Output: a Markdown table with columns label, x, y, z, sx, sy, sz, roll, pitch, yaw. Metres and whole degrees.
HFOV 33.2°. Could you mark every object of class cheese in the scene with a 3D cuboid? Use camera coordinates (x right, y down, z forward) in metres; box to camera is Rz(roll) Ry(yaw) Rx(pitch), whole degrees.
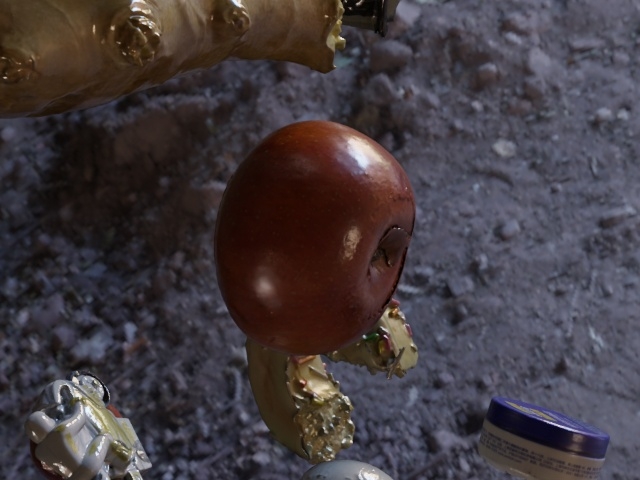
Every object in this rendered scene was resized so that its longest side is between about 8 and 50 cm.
| label | x | y | z | sx | sy | sz | roll | pitch | yaw |
| --- | --- | --- | --- | --- | --- | --- | --- | --- | --- |
| cheese | 0.051 | 0.437 | 1.738 | 0.198 | 0.189 | 0.154 | 14 | 70 | 31 |

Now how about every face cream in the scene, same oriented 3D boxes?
| label | x | y | z | sx | sy | sz | roll | pitch | yaw |
| --- | --- | --- | --- | --- | --- | --- | --- | --- | --- |
| face cream | 0.370 | 0.344 | 1.793 | 0.206 | 0.206 | 0.111 | 16 | 89 | 46 |

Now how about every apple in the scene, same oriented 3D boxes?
| label | x | y | z | sx | sy | sz | roll | pitch | yaw |
| --- | --- | --- | --- | --- | --- | --- | --- | --- | --- |
| apple | 0.000 | 0.000 | 1.077 | 0.173 | 0.234 | 0.210 | 10 | 22 | 29 |

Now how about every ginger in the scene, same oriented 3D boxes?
| label | x | y | z | sx | sy | sz | roll | pitch | yaw |
| --- | --- | --- | --- | --- | --- | --- | --- | --- | --- |
| ginger | -0.154 | -0.163 | 0.786 | 0.236 | 0.166 | 0.375 | 6 | 4 | 31 |

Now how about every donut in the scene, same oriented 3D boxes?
| label | x | y | z | sx | sy | sz | roll | pitch | yaw |
| --- | --- | --- | --- | --- | --- | --- | --- | --- | --- |
| donut | 0.005 | 0.204 | 1.924 | 0.150 | 0.371 | 0.307 | -17 | 58 | -45 |

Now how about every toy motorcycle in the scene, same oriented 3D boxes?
| label | x | y | z | sx | sy | sz | roll | pitch | yaw |
| --- | --- | --- | --- | --- | --- | --- | --- | --- | --- |
| toy motorcycle | -0.263 | 0.230 | 1.208 | 0.074 | 0.151 | 0.228 | -43 | 55 | 18 |

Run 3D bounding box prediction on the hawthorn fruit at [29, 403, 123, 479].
| label | x | y | z | sx | sy | sz | roll | pitch | yaw |
| --- | --- | --- | --- | --- | --- | --- | --- | --- | --- |
| hawthorn fruit | -0.411 | 0.346 | 1.842 | 0.173 | 0.173 | 0.173 | -19 | 36 | 15 |

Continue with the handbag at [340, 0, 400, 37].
| label | x | y | z | sx | sy | sz | roll | pitch | yaw |
| --- | --- | --- | --- | --- | --- | --- | --- | --- | --- |
| handbag | -0.067 | -0.387 | 1.163 | 0.325 | 0.327 | 0.162 | 2 | 28 | 9 |
